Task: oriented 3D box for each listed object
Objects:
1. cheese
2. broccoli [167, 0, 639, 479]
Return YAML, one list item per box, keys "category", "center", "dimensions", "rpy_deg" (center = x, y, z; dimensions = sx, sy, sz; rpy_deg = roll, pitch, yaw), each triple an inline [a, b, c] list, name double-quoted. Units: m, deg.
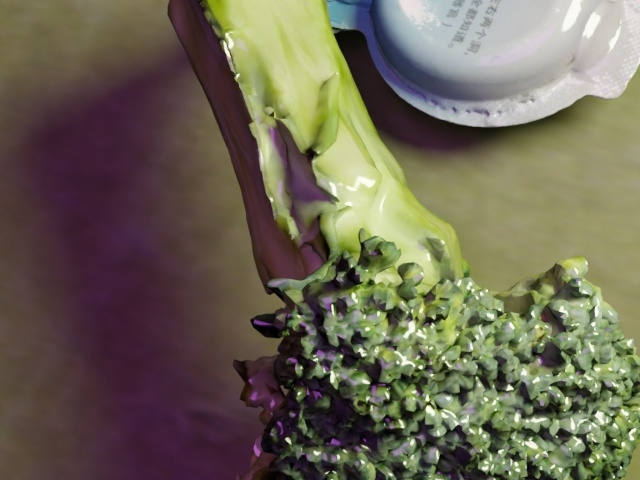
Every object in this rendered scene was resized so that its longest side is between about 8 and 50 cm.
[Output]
- category: "cheese"
  center: [0.064, -0.133, 1.031]
  dimensions: [0.244, 0.052, 0.135]
  rpy_deg: [19, 76, 27]
- category: "broccoli"
  center: [0.011, 0.011, 0.931]
  dimensions: [0.221, 0.252, 0.361]
  rpy_deg: [-25, 40, 6]
